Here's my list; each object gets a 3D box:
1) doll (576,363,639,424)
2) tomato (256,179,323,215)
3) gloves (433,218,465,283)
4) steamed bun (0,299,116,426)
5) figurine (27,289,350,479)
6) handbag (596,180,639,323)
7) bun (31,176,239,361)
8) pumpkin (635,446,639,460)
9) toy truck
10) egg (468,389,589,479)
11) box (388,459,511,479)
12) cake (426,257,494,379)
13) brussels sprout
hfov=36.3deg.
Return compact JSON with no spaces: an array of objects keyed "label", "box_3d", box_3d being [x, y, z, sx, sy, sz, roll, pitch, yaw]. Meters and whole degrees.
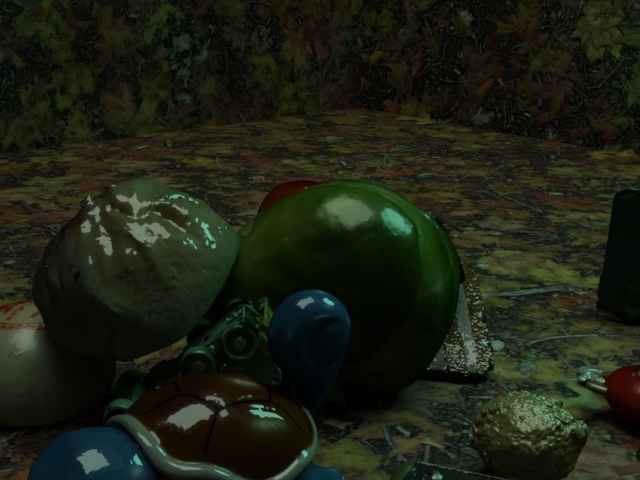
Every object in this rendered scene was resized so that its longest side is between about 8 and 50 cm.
[{"label":"doll","box_3d":[0.464,0.214,1.410,0.183,0.085,0.217,4,7,6]},{"label":"tomato","box_3d":[0.000,0.003,1.823,0.260,0.180,0.260,27,39,-25]},{"label":"gloves","box_3d":[0.086,0.077,1.641,0.294,0.116,0.133,-26,-30,15]},{"label":"steamed bun","box_3d":[-0.412,0.160,1.404,0.232,0.145,0.232,1,17,0]},{"label":"figurine","box_3d":[-0.111,0.243,1.103,0.416,0.243,0.298,-31,40,-26]},{"label":"handbag","box_3d":[0.627,0.040,1.709,0.247,0.260,0.079,17,25,32]},{"label":"bun","box_3d":[-0.260,0.033,1.306,0.205,0.281,0.281,40,2,-23]},{"label":"pumpkin","box_3d":[0.460,0.276,1.294,0.083,0.028,0.050,-7,20,-12]},{"label":"toy truck","box_3d":[-0.156,0.194,1.272,0.259,0.135,0.128,-31,15,6]},{"label":"egg","box_3d":[0.256,0.247,1.216,0.140,0.118,0.116,16,3,17]},{"label":"box","box_3d":[0.141,0.328,1.058,0.211,0.045,0.270,8,17,24]},{"label":"cake","box_3d":[0.221,0.150,1.638,0.116,0.112,0.295,-4,27,5]},{"label":"brussels sprout","box_3d":[0.024,0.056,1.435,0.371,0.314,0.276,6,27,-9]}]
